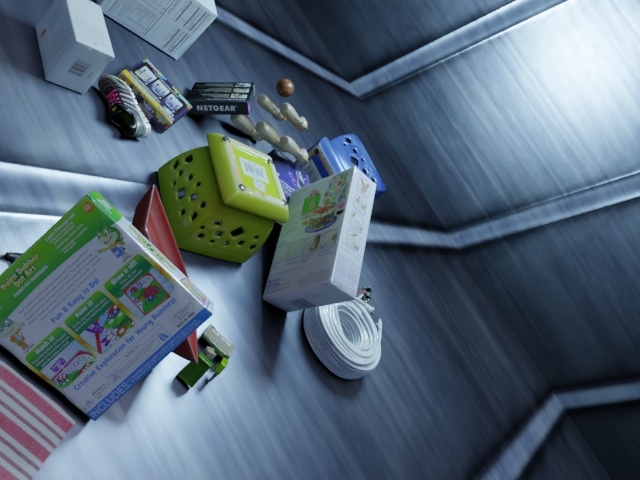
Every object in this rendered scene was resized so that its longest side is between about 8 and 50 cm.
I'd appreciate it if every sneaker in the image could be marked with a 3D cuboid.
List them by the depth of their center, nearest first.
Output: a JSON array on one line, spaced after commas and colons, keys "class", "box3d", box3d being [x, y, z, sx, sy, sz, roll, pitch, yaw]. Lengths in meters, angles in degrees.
[{"class": "sneaker", "box3d": [-0.464, -0.310, 1.230, 0.170, 0.063, 0.075, 58, 20, -5]}, {"class": "sneaker", "box3d": [0.121, 0.178, 1.628, 0.061, 0.065, 0.158, 51, 27, -7]}]

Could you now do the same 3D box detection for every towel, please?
[{"class": "towel", "box3d": [-0.427, 0.261, 0.685, 0.144, 0.029, 0.197, 48, 25, -13]}]

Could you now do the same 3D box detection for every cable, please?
[{"class": "cable", "box3d": [0.061, 0.243, 1.432, 0.257, 0.089, 0.257, 41, 30, -23]}]

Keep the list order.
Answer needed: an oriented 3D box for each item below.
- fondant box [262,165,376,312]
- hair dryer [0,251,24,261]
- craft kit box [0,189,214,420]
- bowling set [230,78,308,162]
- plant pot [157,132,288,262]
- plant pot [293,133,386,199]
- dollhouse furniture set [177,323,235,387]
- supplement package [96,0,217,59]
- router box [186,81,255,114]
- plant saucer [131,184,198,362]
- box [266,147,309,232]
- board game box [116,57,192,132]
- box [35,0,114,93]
[{"class": "fondant box", "box3d": [0.000, 0.000, 1.330, 0.096, 0.238, 0.330, 33, 56, -35]}, {"class": "hair dryer", "box3d": [-0.389, 0.053, 0.922, 0.223, 0.080, 0.293, 49, 27, -10]}, {"class": "craft kit box", "box3d": [-0.332, 0.099, 0.781, 0.246, 0.250, 0.061, 48, 3, -18]}, {"class": "bowling set", "box3d": [-0.108, -0.366, 1.609, 0.287, 0.199, 0.154, 35, 1, 31]}, {"class": "plant pot", "box3d": [-0.217, -0.105, 1.245, 0.228, 0.207, 0.227, 18, 45, -49]}, {"class": "plant pot", "box3d": [0.032, -0.197, 1.738, 0.212, 0.236, 0.236, -8, 66, -54]}, {"class": "dollhouse furniture set", "box3d": [-0.225, 0.231, 1.050, 0.076, 0.058, 0.151, 44, 9, -5]}, {"class": "supplement package", "box3d": [-0.470, -0.708, 1.525, 0.263, 0.198, 0.199, 24, 39, -45]}, {"class": "router box", "box3d": [-0.286, -0.410, 1.531, 0.133, 0.179, 0.046, -86, 177, -51]}, {"class": "plant saucer", "box3d": [-0.282, 0.056, 0.951, 0.258, 0.048, 0.259, -123, -161, -65]}, {"class": "box", "box3d": [-0.117, -0.143, 1.558, 0.153, 0.108, 0.207, 35, 33, -33]}, {"class": "board game box", "box3d": [-0.431, -0.376, 1.379, 0.170, 0.048, 0.141, 47, 30, -17]}, {"class": "box", "box3d": [-0.544, -0.439, 1.174, 0.091, 0.130, 0.170, 13, 49, -52]}]
